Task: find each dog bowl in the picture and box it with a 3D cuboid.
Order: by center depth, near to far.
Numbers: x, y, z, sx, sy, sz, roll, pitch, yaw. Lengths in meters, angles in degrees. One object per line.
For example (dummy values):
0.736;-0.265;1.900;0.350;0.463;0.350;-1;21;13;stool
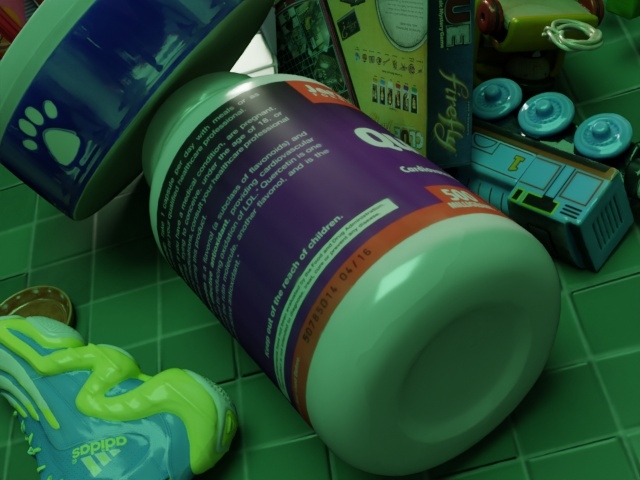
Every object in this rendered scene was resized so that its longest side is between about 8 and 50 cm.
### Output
-0.157;-0.146;0.898;0.104;0.265;0.265;40;65;-2;dog bowl

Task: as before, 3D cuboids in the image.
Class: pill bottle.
0.000;0.000;0.751;0.181;0.181;0.323;-36;46;-12;pill bottle

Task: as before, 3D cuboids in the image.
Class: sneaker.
-0.183;0.132;0.768;0.240;0.091;0.126;9;54;28;sneaker

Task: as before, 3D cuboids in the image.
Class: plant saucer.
-0.244;0.074;0.903;0.084;0.013;0.083;-12;46;13;plant saucer

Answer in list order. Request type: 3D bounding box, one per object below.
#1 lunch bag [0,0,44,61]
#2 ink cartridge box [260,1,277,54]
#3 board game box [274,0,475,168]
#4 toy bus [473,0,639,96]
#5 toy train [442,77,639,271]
-0.362;-0.318;1.114;0.120;0.293;0.258;-1;64;23;lunch bag
0.021;-0.356;1.065;0.270;0.198;0.197;-23;45;0;ink cartridge box
0.035;-0.160;0.857;0.042;0.165;0.243;-10;20;-26;board game box
0.157;-0.171;0.898;0.191;0.104;0.202;21;39;22;toy bus
0.158;-0.055;0.814;0.184;0.080;0.105;27;69;38;toy train
